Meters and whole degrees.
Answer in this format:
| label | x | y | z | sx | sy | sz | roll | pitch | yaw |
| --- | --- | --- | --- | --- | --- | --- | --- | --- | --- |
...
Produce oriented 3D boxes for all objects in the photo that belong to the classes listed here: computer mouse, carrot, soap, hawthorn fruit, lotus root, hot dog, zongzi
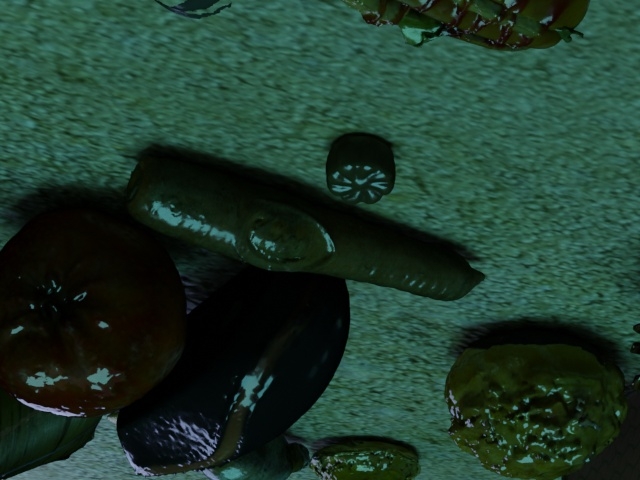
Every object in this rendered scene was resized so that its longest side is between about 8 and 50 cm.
| label | x | y | z | sx | sy | sz | roll | pitch | yaw |
| --- | --- | --- | --- | --- | --- | --- | --- | --- | --- |
| computer mouse | -0.070 | 0.118 | 1.716 | 0.116 | 0.183 | 0.323 | 41 | 148 | -9 |
| carrot | -0.001 | 0.000 | 1.583 | 0.342 | 0.070 | 0.070 | 16 | 154 | -29 |
| soap | -0.198 | 0.202 | 2.136 | 0.034 | 0.012 | 0.089 | -13 | 152 | 32 |
| hawthorn fruit | -0.191 | 0.067 | 1.636 | 0.179 | 0.179 | 0.200 | -1 | 164 | 11 |
| lotus root | -0.076 | 0.235 | 2.116 | 0.088 | 0.088 | 0.165 | -11 | 162 | 31 |
| hot dog | 0.053 | -0.168 | 1.172 | 0.250 | 0.076 | 0.104 | 18 | 154 | -34 |
| zongzi | -0.283 | 0.133 | 1.771 | 0.286 | 0.138 | 0.300 | -21 | 169 | -44 |

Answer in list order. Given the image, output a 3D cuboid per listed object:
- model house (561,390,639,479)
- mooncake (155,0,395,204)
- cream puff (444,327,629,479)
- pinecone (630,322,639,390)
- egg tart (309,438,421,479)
| label | x | y | z | sx | sy | sz | roll | pitch | yaw |
| --- | --- | --- | --- | --- | --- | --- | --- | --- | --- |
| model house | 0.356 | 0.260 | 1.921 | 0.244 | 0.169 | 0.326 | 8 | 141 | 6 |
| mooncake | -0.017 | -0.111 | 1.352 | 0.150 | 0.057 | 0.347 | -26 | 151 | 28 |
| cream puff | 0.204 | 0.162 | 1.840 | 0.189 | 0.129 | 0.189 | 1 | 159 | 1 |
| pinecone | 0.362 | 0.116 | 1.640 | 0.207 | 0.208 | 0.208 | 3 | 157 | 1 |
| egg tart | 0.049 | 0.261 | 2.186 | 0.130 | 0.052 | 0.130 | 1 | 157 | 0 |
